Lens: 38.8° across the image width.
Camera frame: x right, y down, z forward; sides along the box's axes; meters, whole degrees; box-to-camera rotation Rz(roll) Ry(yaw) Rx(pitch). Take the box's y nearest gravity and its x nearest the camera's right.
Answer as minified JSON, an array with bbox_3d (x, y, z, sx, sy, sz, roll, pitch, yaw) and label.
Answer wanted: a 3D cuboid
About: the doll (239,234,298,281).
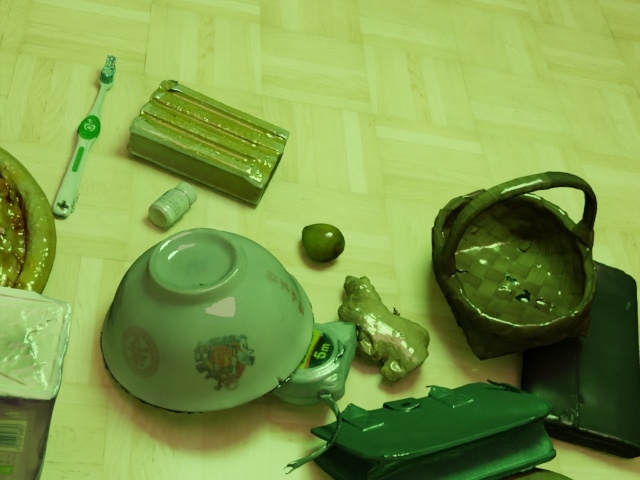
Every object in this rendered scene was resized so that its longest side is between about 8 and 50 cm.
[{"bbox_3d":[-0.107,0.062,1.581,0.104,0.062,0.194,0,38,-43],"label":"doll"}]

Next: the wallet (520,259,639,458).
[{"bbox_3d":[0.485,0.195,1.679,0.228,0.062,0.406,18,47,-4],"label":"wallet"}]

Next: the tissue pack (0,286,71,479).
[{"bbox_3d":[-0.457,0.200,1.143,0.242,0.338,0.160,12,51,-15],"label":"tissue pack"}]

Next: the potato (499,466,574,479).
[{"bbox_3d":[0.292,0.416,1.345,0.262,0.165,0.165,7,48,-13],"label":"potato"}]

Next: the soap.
[{"bbox_3d":[-0.212,-0.191,1.746,0.274,0.089,0.173,23,45,0],"label":"soap"}]

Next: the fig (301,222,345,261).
[{"bbox_3d":[0.000,0.000,1.670,0.088,0.074,0.074,30,45,29],"label":"fig"}]

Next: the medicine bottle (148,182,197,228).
[{"bbox_3d":[-0.266,-0.065,1.639,0.052,0.052,0.089,33,47,10],"label":"medicine bottle"}]

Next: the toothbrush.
[{"bbox_3d":[-0.438,-0.199,1.712,0.042,0.040,0.418,14,51,-10],"label":"toothbrush"}]

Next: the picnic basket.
[{"bbox_3d":[0.342,0.004,1.586,0.293,0.337,0.337,-11,54,-9],"label":"picnic basket"}]

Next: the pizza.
[{"bbox_3d":[-0.529,-0.022,1.491,0.182,0.074,0.365,6,47,-27],"label":"pizza"}]

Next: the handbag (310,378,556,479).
[{"bbox_3d":[0.172,0.296,1.379,0.326,0.089,0.238,-12,11,-26],"label":"handbag"}]

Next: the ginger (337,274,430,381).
[{"bbox_3d":[0.094,0.146,1.573,0.137,0.074,0.213,-24,65,-45],"label":"ginger"}]

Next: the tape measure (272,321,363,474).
[{"bbox_3d":[-0.036,0.248,1.398,0.164,0.084,0.330,1,38,18],"label":"tape measure"}]

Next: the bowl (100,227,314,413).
[{"bbox_3d":[-0.183,0.083,1.408,0.346,0.157,0.345,-1,43,1],"label":"bowl"}]
